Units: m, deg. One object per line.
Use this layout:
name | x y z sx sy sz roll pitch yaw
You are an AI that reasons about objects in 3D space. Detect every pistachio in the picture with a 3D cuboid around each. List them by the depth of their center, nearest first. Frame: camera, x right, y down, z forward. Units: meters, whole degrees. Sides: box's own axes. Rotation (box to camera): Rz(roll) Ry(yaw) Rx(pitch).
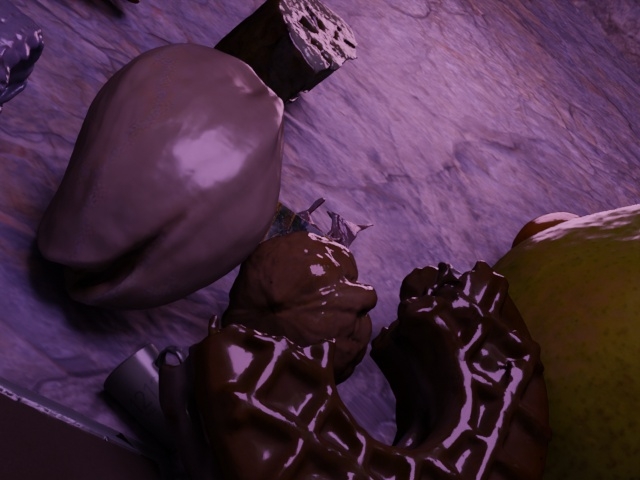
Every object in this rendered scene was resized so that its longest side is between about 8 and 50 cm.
pistachio | -0.144 -0.056 1.552 0.207 0.226 0.332 65 27 -29

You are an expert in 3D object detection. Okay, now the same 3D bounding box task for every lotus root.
lotus root | -0.046 -0.234 2.119 0.138 0.119 0.235 45 24 -4

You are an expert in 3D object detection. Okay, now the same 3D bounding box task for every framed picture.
framed picture | -0.191 0.211 1.235 0.216 0.016 0.273 29 25 -24

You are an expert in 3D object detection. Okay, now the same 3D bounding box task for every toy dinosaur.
toy dinosaur | 0.001 -0.001 1.881 0.108 0.032 0.220 51 28 21

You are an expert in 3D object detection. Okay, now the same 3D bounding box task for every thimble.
thimble | -0.332 -0.172 1.561 0.118 0.127 0.151 37 29 -4

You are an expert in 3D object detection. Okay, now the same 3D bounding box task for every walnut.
walnut | -0.020 0.069 1.599 0.166 0.149 0.166 -13 90 -76

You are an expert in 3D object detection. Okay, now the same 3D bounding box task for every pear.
pear | 0.307 0.143 1.671 0.391 0.391 0.391 33 24 -17

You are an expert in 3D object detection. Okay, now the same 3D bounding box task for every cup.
cup | -0.128 0.127 1.411 0.083 0.075 0.054 47 5 8

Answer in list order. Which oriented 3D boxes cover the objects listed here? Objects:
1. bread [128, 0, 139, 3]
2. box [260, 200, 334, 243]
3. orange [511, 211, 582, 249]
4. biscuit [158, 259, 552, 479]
bread | -0.281 -0.400 2.039 0.232 0.135 0.246 32 18 -53
box | -0.043 0.004 1.785 0.155 0.023 0.087 36 43 -10
orange | 0.324 0.033 2.200 0.156 0.124 0.156 32 22 -14
biscuit | 0.056 0.163 1.419 0.366 0.115 0.268 -15 79 -37
